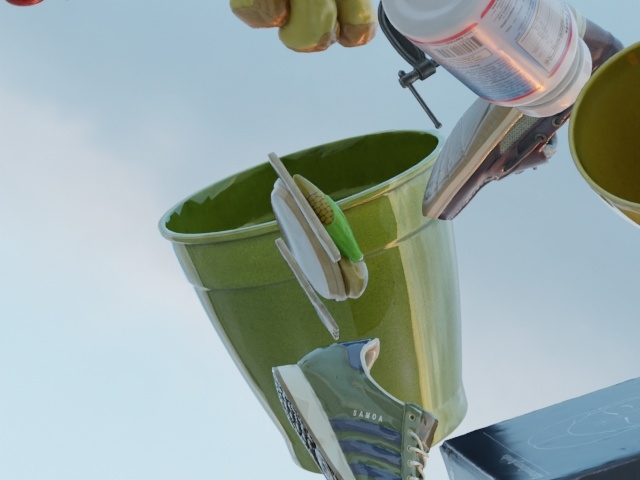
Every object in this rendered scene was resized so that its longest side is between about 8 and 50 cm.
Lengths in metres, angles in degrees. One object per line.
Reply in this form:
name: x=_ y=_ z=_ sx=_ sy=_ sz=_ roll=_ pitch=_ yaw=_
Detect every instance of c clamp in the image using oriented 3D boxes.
c clamp: x=0.128 y=-0.205 z=1.466 sx=0.137 sy=0.160 sz=0.022 roll=50 pitch=-11 yaw=6

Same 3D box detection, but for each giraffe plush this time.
giraffe plush: x=0.017 y=-0.302 z=1.503 sx=0.170 sy=0.181 sz=0.210 roll=-10 pitch=-90 yaw=59

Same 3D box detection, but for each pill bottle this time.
pill bottle: x=0.115 y=-0.142 z=1.005 sx=0.087 sy=0.087 sz=0.160 roll=-4 pitch=-22 yaw=35

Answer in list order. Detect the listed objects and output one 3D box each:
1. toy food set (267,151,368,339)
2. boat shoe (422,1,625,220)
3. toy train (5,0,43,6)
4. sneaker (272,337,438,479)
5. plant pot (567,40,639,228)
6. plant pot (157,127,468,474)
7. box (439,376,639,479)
toy food set: x=0.000 y=0.000 z=1.348 sx=0.132 sy=0.038 sz=0.192 roll=58 pitch=-13 yaw=21
boat shoe: x=0.197 y=-0.111 z=1.515 sx=0.092 sy=0.103 sz=0.285 roll=25 pitch=-52 yaw=-12
toy train: x=-0.306 y=-0.244 z=1.305 sx=0.248 sy=0.143 sz=0.105 roll=-135 pitch=-144 yaw=-52
sneaker: x=0.046 y=0.145 z=1.019 sx=0.192 sy=0.086 sz=0.064 roll=58 pitch=-14 yaw=28
plant pot: x=0.233 y=-0.051 z=0.953 sx=0.134 sy=0.134 sz=0.095 roll=6 pitch=-29 yaw=29
plant pot: x=0.026 y=0.088 z=1.894 sx=0.366 sy=0.366 sz=0.353 roll=-7 pitch=-73 yaw=37
box: x=0.349 y=0.245 z=1.404 sx=0.293 sy=0.395 sz=0.212 roll=-165 pitch=-121 yaw=-83
